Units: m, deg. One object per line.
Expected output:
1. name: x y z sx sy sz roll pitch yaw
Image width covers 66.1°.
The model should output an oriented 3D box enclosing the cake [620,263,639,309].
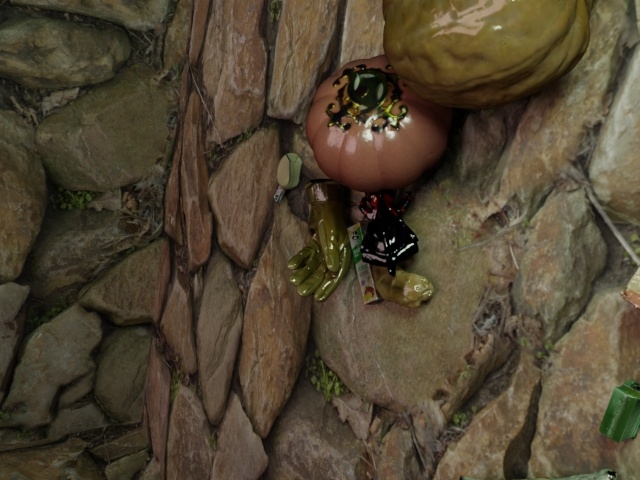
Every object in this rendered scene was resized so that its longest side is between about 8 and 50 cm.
1. cake: 0.527 0.087 0.636 0.225 0.090 0.109 37 119 27

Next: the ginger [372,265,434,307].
1. ginger: 0.176 0.096 1.115 0.095 0.069 0.190 -55 35 -7

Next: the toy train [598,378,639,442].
1. toy train: 0.451 0.255 0.729 0.038 0.056 0.093 29 114 50

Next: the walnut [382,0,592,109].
1. walnut: 0.259 -0.370 0.808 0.344 0.306 0.306 12 100 45

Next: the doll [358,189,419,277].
1. doll: 0.152 -0.032 1.112 0.127 0.088 0.248 -33 53 38

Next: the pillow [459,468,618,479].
1. pillow: 0.383 0.524 0.773 0.312 0.119 0.310 -40 61 48

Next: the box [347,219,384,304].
1. box: 0.117 0.054 1.223 0.050 0.041 0.207 -32 65 51

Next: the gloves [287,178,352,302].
1. gloves: 0.009 0.001 1.297 0.154 0.141 0.331 -5 75 30

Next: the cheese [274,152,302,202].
1. cheese: -0.105 -0.188 1.537 0.092 0.048 0.171 42 123 50

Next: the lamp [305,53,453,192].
1. lamp: 0.123 -0.235 1.041 0.306 0.239 0.305 -6 66 13
